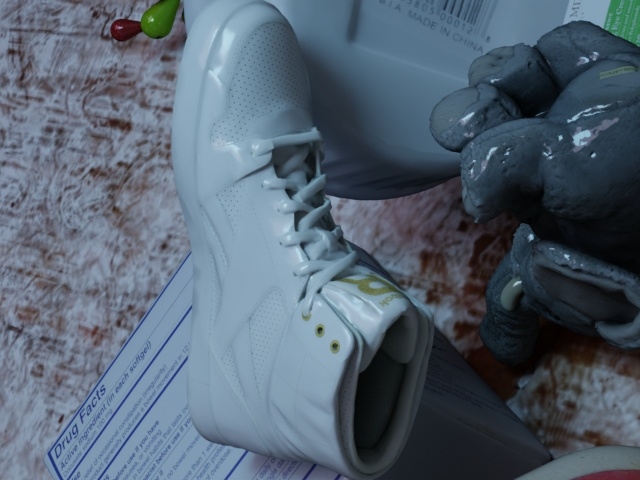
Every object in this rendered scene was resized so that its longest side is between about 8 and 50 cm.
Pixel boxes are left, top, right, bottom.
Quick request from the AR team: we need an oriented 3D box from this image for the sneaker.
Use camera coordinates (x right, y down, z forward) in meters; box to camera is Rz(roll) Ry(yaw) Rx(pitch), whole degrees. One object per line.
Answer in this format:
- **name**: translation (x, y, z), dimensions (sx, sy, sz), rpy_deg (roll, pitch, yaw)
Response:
- **sneaker**: translation (0.000, 0.000, 1.186), dimensions (0.169, 0.108, 0.292), rpy_deg (13, 111, 45)

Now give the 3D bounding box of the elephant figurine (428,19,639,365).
- **elephant figurine**: translation (0.178, -0.006, 1.232), dimensions (0.169, 0.239, 0.186), rpy_deg (-26, 32, -5)

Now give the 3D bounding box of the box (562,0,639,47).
- **box**: translation (0.224, -0.135, 1.298), dimensions (0.087, 0.102, 0.101), rpy_deg (2, 72, 51)

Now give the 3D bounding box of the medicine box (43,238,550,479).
- **medicine box**: translation (-0.028, 0.152, 1.380), dimensions (0.263, 0.149, 0.289), rpy_deg (-54, 39, 11)

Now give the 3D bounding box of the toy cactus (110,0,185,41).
- **toy cactus**: translation (-0.106, -0.282, 1.775), dimensions (0.181, 0.112, 0.219), rpy_deg (3, 68, 29)

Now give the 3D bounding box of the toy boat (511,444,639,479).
- **toy boat**: translation (0.142, 0.224, 1.117), dimensions (0.231, 0.151, 0.151), rpy_deg (-27, 44, 6)

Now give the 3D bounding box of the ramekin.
- **ramekin**: translation (0.057, -0.166, 1.342), dimensions (0.135, 0.277, 0.277), rpy_deg (1, 69, 69)
